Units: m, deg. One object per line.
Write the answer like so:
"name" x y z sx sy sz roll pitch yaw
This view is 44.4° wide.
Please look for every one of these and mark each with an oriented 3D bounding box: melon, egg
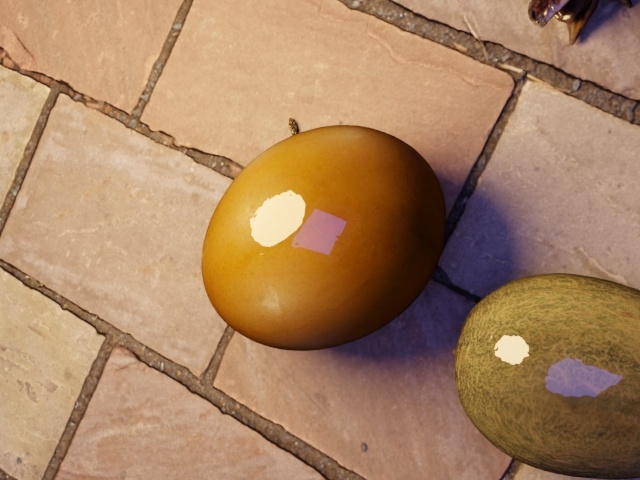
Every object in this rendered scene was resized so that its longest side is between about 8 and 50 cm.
"melon" 0.326 0.168 0.970 0.330 0.249 0.248 8 92 24
"egg" 0.000 0.000 1.054 0.351 0.283 0.282 -29 82 21

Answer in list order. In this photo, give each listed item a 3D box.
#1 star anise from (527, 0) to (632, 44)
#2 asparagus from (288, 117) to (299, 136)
"star anise" 0.337 -0.372 1.019 0.283 0.129 0.212 -21 95 -17
"asparagus" -0.024 -0.110 1.201 0.016 0.013 0.165 -15 86 6
